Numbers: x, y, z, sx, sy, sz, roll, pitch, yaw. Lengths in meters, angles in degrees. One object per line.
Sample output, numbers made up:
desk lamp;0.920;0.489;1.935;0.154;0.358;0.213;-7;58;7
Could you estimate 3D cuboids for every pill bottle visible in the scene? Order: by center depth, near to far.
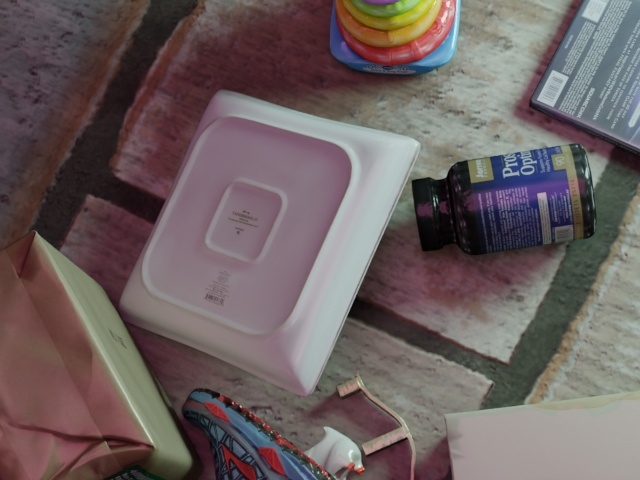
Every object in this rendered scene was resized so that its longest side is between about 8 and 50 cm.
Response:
pill bottle;0.230;-0.047;1.675;0.219;0.123;0.123;-9;75;6

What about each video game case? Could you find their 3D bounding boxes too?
video game case;0.440;-0.205;1.735;0.274;0.026;0.196;27;81;13

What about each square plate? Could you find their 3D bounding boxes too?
square plate;-0.084;-0.015;1.684;0.347;0.049;0.344;18;80;36

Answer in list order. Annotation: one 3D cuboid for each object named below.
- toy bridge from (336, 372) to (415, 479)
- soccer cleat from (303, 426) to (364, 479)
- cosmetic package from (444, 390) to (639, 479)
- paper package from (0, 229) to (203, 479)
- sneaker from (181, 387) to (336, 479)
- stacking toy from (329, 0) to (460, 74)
toy bridge;0.082;0.252;1.671;0.063;0.026;0.188;-24;74;0
soccer cleat;-0.029;0.320;1.656;0.196;0.068;0.076;-47;55;-4
cosmetic package;0.309;0.250;1.570;0.309;0.160;0.113;-7;74;6
paper package;-0.300;0.180;1.589;0.168;0.325;0.309;-32;75;-3
sneaker;-0.101;0.276;1.619;0.262;0.104;0.125;31;80;42
stacking toy;0.085;-0.337;1.677;0.175;0.302;0.165;4;76;9
